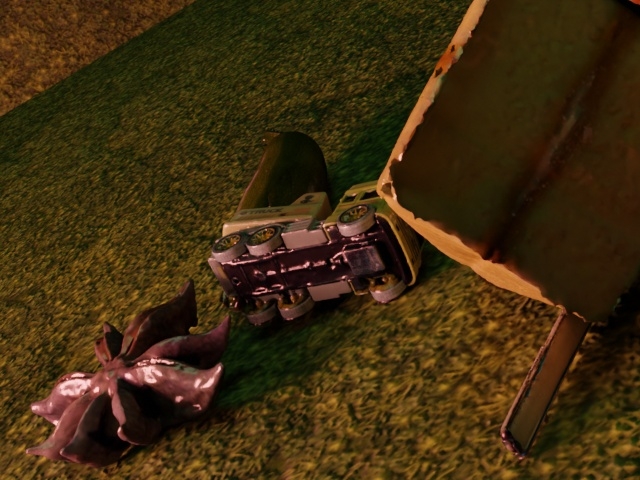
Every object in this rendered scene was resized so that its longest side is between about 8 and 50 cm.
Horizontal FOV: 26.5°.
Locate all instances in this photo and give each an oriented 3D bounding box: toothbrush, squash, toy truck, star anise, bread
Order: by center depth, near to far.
[{"bbox_3d":[0.164,0.033,0.837,0.028,0.026,0.294,-38,10,40],"label":"toothbrush"},{"bbox_3d":[0.107,-0.065,0.843,0.167,0.163,0.264,-60,13,-3],"label":"bread"},{"bbox_3d":[-0.139,0.106,1.028,0.204,0.061,0.180,-27,31,23],"label":"star anise"},{"bbox_3d":[0.000,0.000,1.055,0.169,0.077,0.100,-13,28,28],"label":"toy truck"},{"bbox_3d":[-0.037,-0.039,1.231,0.080,0.071,0.318,-6,27,10],"label":"squash"}]

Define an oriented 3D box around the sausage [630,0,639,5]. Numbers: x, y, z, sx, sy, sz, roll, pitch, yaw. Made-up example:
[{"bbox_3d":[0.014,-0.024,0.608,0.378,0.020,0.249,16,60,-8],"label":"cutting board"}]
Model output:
[{"bbox_3d":[0.208,-0.189,0.965,0.093,0.093,0.312,-54,-9,-49],"label":"sausage"}]
